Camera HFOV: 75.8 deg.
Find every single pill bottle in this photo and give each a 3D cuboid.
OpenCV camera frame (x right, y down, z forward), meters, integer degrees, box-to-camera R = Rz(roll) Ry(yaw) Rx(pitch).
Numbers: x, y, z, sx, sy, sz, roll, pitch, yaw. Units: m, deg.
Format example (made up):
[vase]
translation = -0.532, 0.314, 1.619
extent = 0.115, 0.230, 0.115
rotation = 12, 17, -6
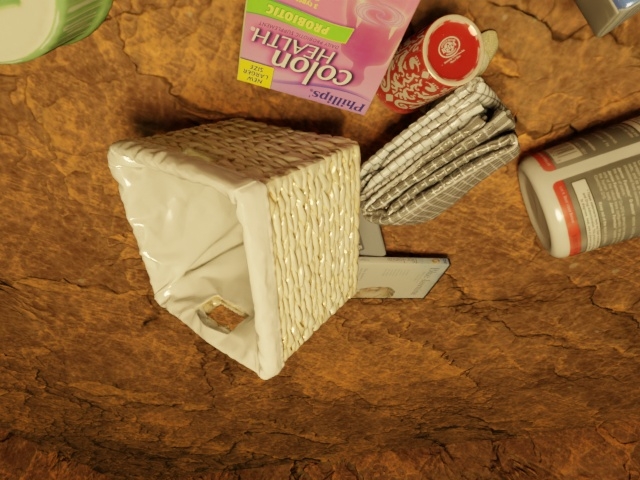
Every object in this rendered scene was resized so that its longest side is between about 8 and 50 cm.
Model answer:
[pill bottle]
translation = 0.580, -0.116, 0.751
extent = 0.362, 0.210, 0.210
rotation = -19, 131, 19

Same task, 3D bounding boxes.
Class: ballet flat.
[ballet flat]
translation = 0.241, -0.278, 0.709
extent = 0.057, 0.052, 0.168
rotation = 28, 128, -24

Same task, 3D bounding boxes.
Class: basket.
[basket]
translation = -0.127, -0.021, 0.707
extent = 0.328, 0.266, 0.332
rotation = 21, 130, 34

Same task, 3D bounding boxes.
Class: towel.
[towel]
translation = 0.218, -0.128, 0.738
extent = 0.283, 0.121, 0.235
rotation = -35, 164, 27

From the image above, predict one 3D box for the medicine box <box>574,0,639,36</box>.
[medicine box]
translation = 0.375, -0.426, 0.418
extent = 0.289, 0.149, 0.264
rotation = -32, 90, 28

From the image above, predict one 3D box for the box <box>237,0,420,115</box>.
[box]
translation = 0.008, -0.330, 0.580
extent = 0.213, 0.118, 0.243
rotation = 12, 148, -11

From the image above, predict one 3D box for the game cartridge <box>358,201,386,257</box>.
[game cartridge]
translation = 0.000, 0.000, 0.980
extent = 0.293, 0.060, 0.196
rotation = -11, 129, 11

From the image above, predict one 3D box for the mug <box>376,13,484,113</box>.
[mug]
translation = 0.165, -0.279, 0.620
extent = 0.113, 0.169, 0.150
rotation = 22, 94, -14

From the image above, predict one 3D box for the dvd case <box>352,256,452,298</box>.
[dvd case]
translation = 0.182, 0.100, 1.052
extent = 0.252, 0.022, 0.180
rotation = 1, 143, -12

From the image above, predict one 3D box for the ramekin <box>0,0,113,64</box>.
[ramekin]
translation = -0.453, -0.392, 0.542
extent = 0.303, 0.148, 0.304
rotation = 0, 134, 0
